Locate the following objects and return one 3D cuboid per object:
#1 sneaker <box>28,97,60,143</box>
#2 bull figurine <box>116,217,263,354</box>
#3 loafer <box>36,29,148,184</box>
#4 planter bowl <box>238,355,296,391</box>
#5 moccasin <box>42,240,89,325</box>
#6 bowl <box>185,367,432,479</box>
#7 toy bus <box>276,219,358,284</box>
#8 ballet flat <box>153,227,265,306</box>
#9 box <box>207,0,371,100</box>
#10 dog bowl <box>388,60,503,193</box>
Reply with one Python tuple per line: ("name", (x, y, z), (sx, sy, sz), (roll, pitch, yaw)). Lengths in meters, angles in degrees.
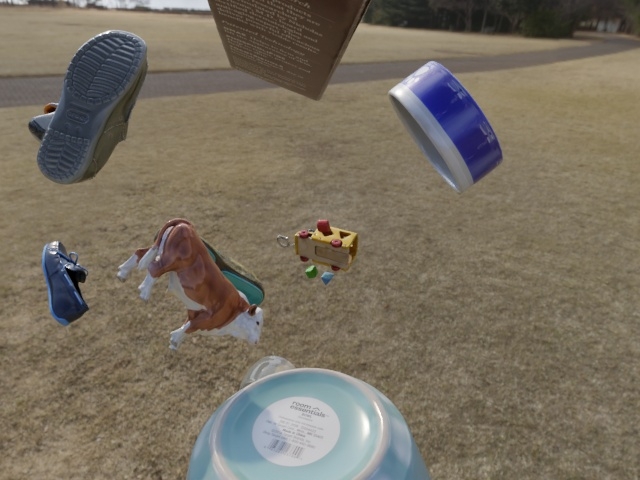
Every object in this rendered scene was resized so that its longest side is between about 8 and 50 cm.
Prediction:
("sneaker", (-0.437, -0.234, 0.826), (0.107, 0.100, 0.272), (33, 24, -21))
("bull figurine", (-0.246, 0.113, 0.882), (0.188, 0.311, 0.101), (-40, 17, -31))
("loafer", (-0.338, -0.199, 0.670), (0.094, 0.251, 0.087), (26, -6, -2))
("planter bowl", (-0.137, 0.378, 1.088), (0.161, 0.162, 0.109), (18, 10, 23))
("moccasin", (-0.867, 0.137, 1.531), (0.116, 0.138, 0.342), (-25, 62, -10))
("bowl", (-0.015, 0.256, 0.466), (0.311, 0.163, 0.312), (-3, 23, 1))
("toy bus", (0.011, 0.007, 1.264), (0.190, 0.202, 0.104), (-29, 17, 42))
("ballet flat", (-0.296, 0.068, 1.186), (0.348, 0.123, 0.123), (38, 15, -29))
("box", (-0.013, -0.273, 0.406), (0.143, 0.191, 0.381), (19, 4, -9))
("dog bowl", (0.260, -0.235, 0.929), (0.104, 0.265, 0.265), (-36, 31, 11))
